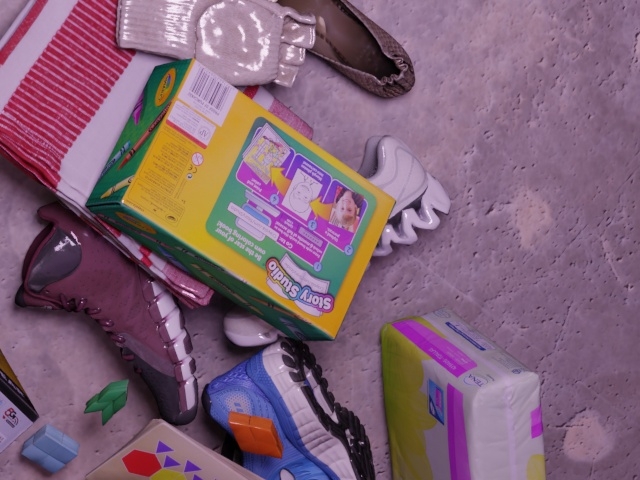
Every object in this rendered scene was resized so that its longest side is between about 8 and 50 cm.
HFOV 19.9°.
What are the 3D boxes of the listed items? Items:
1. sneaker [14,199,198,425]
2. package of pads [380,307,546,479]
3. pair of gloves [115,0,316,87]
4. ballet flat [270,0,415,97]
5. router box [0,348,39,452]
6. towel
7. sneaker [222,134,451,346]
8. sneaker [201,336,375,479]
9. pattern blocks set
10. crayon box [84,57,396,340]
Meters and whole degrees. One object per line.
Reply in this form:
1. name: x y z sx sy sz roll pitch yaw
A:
1. sneaker: -0.230 0.075 1.900 0.162 0.106 0.281 -16 105 -12
2. package of pads: 0.160 0.245 2.052 0.101 0.229 0.296 -15 114 -21
3. pair of gloves: -0.083 -0.275 1.811 0.204 0.042 0.240 17 86 -20
4. ballet flat: 0.006 -0.221 1.900 0.250 0.058 0.084 34 93 -30
5. router box: -0.415 0.049 1.717 0.081 0.243 0.309 -42 121 -4
6. towel: -0.174 -0.118 1.818 0.329 0.037 0.237 41 67 -26
7. sneaker: 0.000 0.000 1.967 0.292 0.110 0.118 -40 113 -14
8. sneaker: -0.032 0.241 2.043 0.147 0.130 0.330 -20 128 13
9. pattern blocks set: -0.144 0.265 1.962 0.285 0.026 0.325 -29 122 28
10. crayon box: -0.074 -0.035 1.810 0.278 0.081 0.165 34 70 -27
